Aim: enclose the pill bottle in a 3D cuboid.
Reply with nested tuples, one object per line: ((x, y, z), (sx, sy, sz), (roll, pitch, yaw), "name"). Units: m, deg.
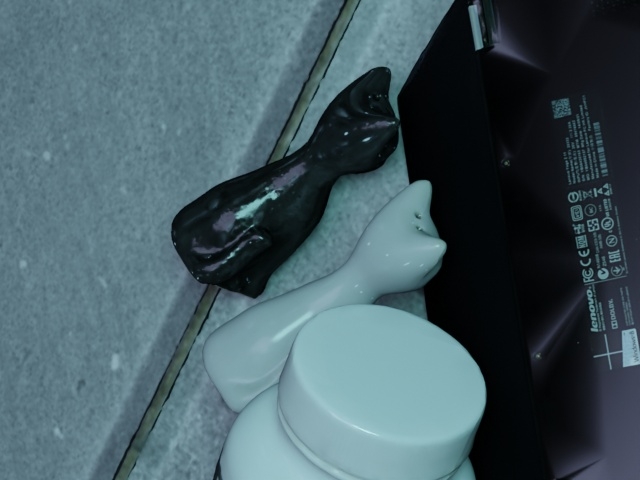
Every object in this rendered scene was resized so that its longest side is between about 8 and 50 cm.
((0.005, 0.204, 1.204), (0.176, 0.176, 0.318), (39, 130, 26), "pill bottle")

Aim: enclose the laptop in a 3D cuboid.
((0.212, 0.016, 1.125), (0.408, 0.236, 0.382), (-13, 77, 24), "laptop")

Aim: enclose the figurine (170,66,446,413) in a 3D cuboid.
((0.000, 0.000, 1.283), (0.209, 0.092, 0.215), (-43, 41, 23), "figurine")
